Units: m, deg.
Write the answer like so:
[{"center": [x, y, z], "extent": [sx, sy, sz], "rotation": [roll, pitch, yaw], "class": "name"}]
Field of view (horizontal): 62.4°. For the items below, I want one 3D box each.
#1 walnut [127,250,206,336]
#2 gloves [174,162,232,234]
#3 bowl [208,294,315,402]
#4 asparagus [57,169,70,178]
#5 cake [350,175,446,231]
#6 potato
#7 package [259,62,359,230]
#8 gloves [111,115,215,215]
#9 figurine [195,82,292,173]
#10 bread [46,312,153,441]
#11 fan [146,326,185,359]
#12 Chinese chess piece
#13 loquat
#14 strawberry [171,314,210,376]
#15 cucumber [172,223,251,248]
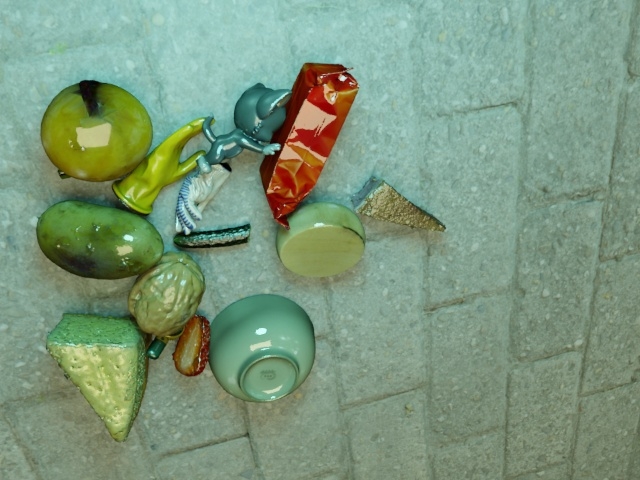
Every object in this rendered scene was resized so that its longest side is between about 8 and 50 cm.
[{"center": [-0.414, 0.145, 1.425], "extent": [0.198, 0.198, 0.245], "rotation": [26, 114, -25], "class": "walnut"}, {"center": [-0.317, -0.118, 1.379], "extent": [0.097, 0.119, 0.229], "rotation": [31, 96, 13], "class": "gloves"}, {"center": [-0.168, 0.361, 1.601], "extent": [0.354, 0.185, 0.353], "rotation": [-6, 117, -12], "class": "bowl"}, {"center": [-0.566, -0.190, 1.309], "extent": [0.165, 0.030, 0.036], "rotation": [-21, 109, -4], "class": "asparagus"}, {"center": [0.236, -0.100, 1.522], "extent": [0.296, 0.116, 0.112], "rotation": [18, 110, -22], "class": "cake"}, {"center": [-0.541, 0.007, 1.304], "extent": [0.308, 0.173, 0.210], "rotation": [8, 133, 9], "class": "potato"}, {"center": [-0.046, -0.251, 1.326], "extent": [0.123, 0.196, 0.423], "rotation": [19, 110, -18], "class": "package"}, {"center": [-0.370, -0.201, 1.300], "extent": [0.294, 0.133, 0.116], "rotation": [-43, 107, 9], "class": "gloves"}, {"center": [-0.192, -0.272, 1.272], "extent": [0.266, 0.193, 0.140], "rotation": [-27, 119, -7], "class": "figurine"}, {"center": [-0.613, 0.366, 1.450], "extent": [0.279, 0.248, 0.315], "rotation": [15, 98, -16], "class": "bread"}, {"center": [-0.449, 0.274, 1.507], "extent": [0.082, 0.155, 0.039], "rotation": [36, 132, -11], "class": "fan"}, {"center": [0.000, 0.000, 1.471], "extent": [0.251, 0.097, 0.250], "rotation": [-6, 142, -5], "class": "Chinese chess piece"}, {"center": [-0.501, -0.244, 1.188], "extent": [0.235, 0.235, 0.234], "rotation": [-6, 117, -12], "class": "loquat"}, {"center": [-0.363, 0.313, 1.563], "extent": [0.082, 0.121, 0.188], "rotation": [19, 90, -56], "class": "strawberry"}, {"center": [-0.298, -0.007, 1.461], "extent": [0.215, 0.052, 0.058], "rotation": [-7, 97, -11], "class": "cucumber"}]
